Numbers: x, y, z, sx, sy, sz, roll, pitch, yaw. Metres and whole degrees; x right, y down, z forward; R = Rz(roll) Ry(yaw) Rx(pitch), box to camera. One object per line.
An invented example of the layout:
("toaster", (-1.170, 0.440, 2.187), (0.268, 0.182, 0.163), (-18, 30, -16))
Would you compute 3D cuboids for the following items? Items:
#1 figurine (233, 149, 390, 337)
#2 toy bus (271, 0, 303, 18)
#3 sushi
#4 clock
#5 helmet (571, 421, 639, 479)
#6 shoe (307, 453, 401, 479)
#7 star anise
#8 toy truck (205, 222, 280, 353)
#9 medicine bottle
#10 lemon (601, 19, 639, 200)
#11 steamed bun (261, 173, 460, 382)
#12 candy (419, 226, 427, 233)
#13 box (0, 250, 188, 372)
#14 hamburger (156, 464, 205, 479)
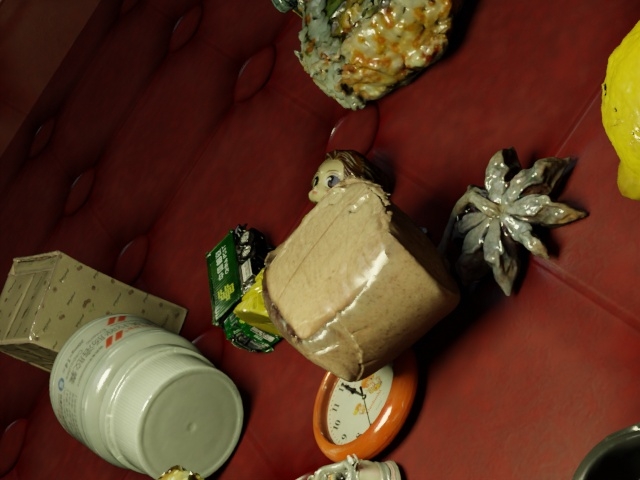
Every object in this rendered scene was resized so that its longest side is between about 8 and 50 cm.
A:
("figurine", (-0.004, -0.002, 1.839), (0.187, 0.168, 0.315), (136, 156, -75))
("toy bus", (-0.089, -0.564, 2.273), (0.121, 0.335, 0.123), (-31, 36, 38))
("sushi", (0.104, -0.425, 2.037), (0.417, 0.176, 0.417), (-34, 39, 34))
("clock", (0.065, 0.227, 1.665), (0.205, 0.051, 0.205), (-37, 35, 32))
("helmet", (0.344, 0.267, 1.108), (0.216, 0.193, 0.189), (0, 61, 42))
("shoe", (0.025, 0.358, 1.574), (0.180, 0.092, 0.089), (-43, 36, 24))
("star anise", (0.245, -0.028, 1.604), (0.262, 0.081, 0.230), (-17, 61, 44))
("toy truck", (-0.127, 0.086, 2.020), (0.121, 0.088, 0.259), (-43, 34, 22))
("medicine bottle", (-0.293, 0.269, 1.948), (0.306, 0.245, 0.245), (17, 78, 51))
("lemon", (0.448, -0.168, 1.286), (0.320, 0.245, 0.245), (-49, 33, 25))
("steamed bun", (0.066, 0.063, 1.607), (0.251, 0.199, 0.301), (-49, 26, 13))
("candy", (0.141, 0.017, 1.764), (0.030, 0.020, 0.083), (11, 74, 58))
("box", (-0.449, 0.166, 2.207), (0.225, 0.297, 0.190), (-9, 60, 51))
("hamburger", (-0.164, 0.493, 1.633), (0.318, 0.195, 0.276), (13, 73, 59))
